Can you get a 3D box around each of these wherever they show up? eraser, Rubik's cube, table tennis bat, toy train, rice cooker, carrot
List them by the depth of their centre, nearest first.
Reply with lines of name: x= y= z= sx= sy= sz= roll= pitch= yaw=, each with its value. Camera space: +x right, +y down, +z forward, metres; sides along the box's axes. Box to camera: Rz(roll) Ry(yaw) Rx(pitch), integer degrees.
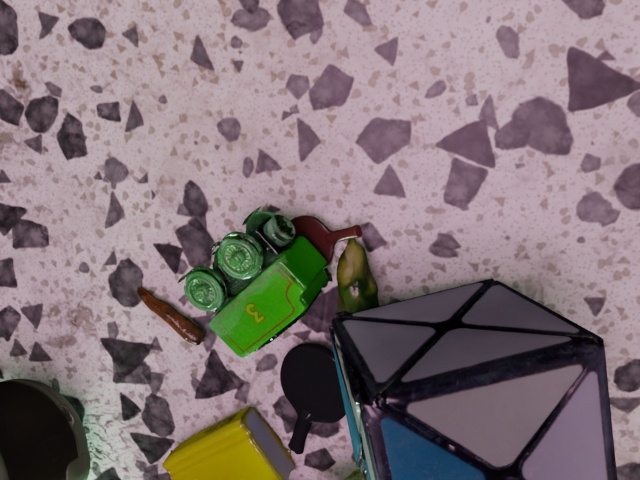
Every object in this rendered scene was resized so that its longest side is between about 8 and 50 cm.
Rubik's cube: x=0.196 y=0.260 z=0.857 sx=0.310 sy=0.307 sz=0.305 roll=-12 pitch=103 yaw=-6
toy train: x=-0.108 y=0.070 z=1.018 sx=0.188 sy=0.132 sz=0.243 roll=45 pitch=122 yaw=-4
table tennis bat: x=0.000 y=0.000 z=1.019 sx=0.154 sy=0.019 sz=0.098 roll=-14 pitch=99 yaw=32
table tennis bat: x=-0.018 y=0.294 z=1.108 sx=0.150 sy=0.027 sz=0.236 roll=26 pitch=116 yaw=22
carrot: x=-0.285 y=0.141 z=1.143 sx=0.165 sy=0.035 sz=0.036 roll=39 pitch=111 yaw=4
rice cooker: x=-0.651 y=0.446 z=1.172 sx=0.335 sy=0.325 sz=0.335 roll=0 pitch=91 yaw=12
eraser: x=-0.179 y=0.435 z=1.179 sx=0.226 sy=0.069 sz=0.158 roll=-31 pitch=95 yaw=20

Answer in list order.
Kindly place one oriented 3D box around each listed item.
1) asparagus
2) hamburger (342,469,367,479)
asparagus: x=0.080 y=0.162 z=1.028 sx=0.082 sy=0.085 sz=0.343 roll=0 pitch=109 yaw=40
hamburger: x=0.080 y=0.504 z=1.086 sx=0.235 sy=0.125 sz=0.214 roll=11 pitch=80 yaw=11
